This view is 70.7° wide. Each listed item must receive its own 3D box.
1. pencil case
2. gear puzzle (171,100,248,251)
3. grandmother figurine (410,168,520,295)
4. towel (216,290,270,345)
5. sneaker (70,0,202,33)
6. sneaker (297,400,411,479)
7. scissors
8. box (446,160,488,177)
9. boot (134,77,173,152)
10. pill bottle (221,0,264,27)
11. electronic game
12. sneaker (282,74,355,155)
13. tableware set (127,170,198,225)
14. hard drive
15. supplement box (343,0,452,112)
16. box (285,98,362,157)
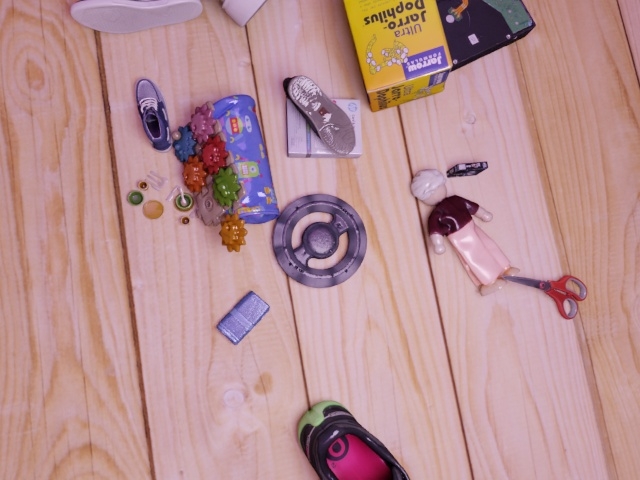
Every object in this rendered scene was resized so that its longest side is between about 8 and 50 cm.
[{"bbox_3d":[-0.186,-0.185,1.048,0.133,0.119,0.306,-11,84,-24],"label":"pencil case"},{"bbox_3d":[-0.248,-0.124,0.995,0.044,0.175,0.338,-7,71,-51],"label":"gear puzzle"},{"bbox_3d":[0.341,-0.031,1.122,0.208,0.104,0.342,-30,84,-38],"label":"grandmother figurine"},{"bbox_3d":[-0.178,0.178,1.047,0.067,0.029,0.119,44,79,-1],"label":"towel"},{"bbox_3d":[-0.448,-0.597,1.081,0.296,0.104,0.146,-16,83,-16],"label":"sneaker"},{"bbox_3d":[0.131,0.560,0.951,0.483,0.202,0.185,45,79,0],"label":"sneaker"},{"bbox_3d":[0.563,0.105,1.125,0.297,0.021,0.109,28,84,-22],"label":"scissors"},{"bbox_3d":[0.375,-0.181,1.157,0.083,0.067,0.018,-6,82,-10],"label":"box"},{"bbox_3d":[-0.391,-0.305,1.052,0.069,0.086,0.190,-20,86,-10],"label":"boot"},{"bbox_3d":[-0.260,-0.700,1.009,0.392,0.224,0.224,42,78,-23],"label":"pill bottle"},{"bbox_3d":[0.000,0.000,1.087,0.229,0.048,0.229,1,83,-9],"label":"electronic game"},{"bbox_3d":[0.000,-0.305,1.080,0.083,0.118,0.222,-39,118,4],"label":"sneaker"},{"bbox_3d":[-0.366,-0.089,1.059,0.154,0.024,0.104,34,79,-3],"label":"tableware set"},{"bbox_3d":[0.379,-0.599,1.218,0.339,0.064,0.237,-29,87,-10],"label":"hard drive"},{"bbox_3d":[0.165,-0.522,1.071,0.195,0.194,0.356,-15,89,10],"label":"supplement box"},{"bbox_3d":[0.008,-0.281,1.133,0.186,0.038,0.145,0,83,-9],"label":"box"}]
